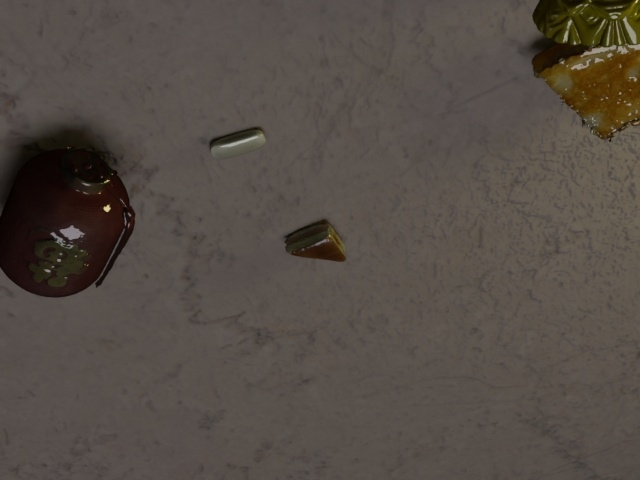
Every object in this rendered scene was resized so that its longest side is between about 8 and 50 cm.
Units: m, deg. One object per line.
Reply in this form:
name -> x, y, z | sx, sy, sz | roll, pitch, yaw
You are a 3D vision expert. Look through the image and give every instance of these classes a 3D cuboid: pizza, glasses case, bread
pizza -> 0.477, -0.249, 1.817 | 0.323, 0.089, 0.223 | -8, 144, 10
glasses case -> -0.121, -0.141, 1.819 | 0.083, 0.021, 0.032 | -16, 143, 1
bread -> 0.000, 0.000, 2.018 | 0.108, 0.043, 0.062 | 5, 140, -22

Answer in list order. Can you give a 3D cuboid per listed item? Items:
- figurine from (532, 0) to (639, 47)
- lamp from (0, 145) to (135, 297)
figurine -> 0.366, -0.419, 1.566 | 0.187, 0.168, 0.315 | 15, 138, 25
lamp -> -0.366, -0.018, 1.763 | 0.180, 0.180, 0.258 | 7, 136, -26
